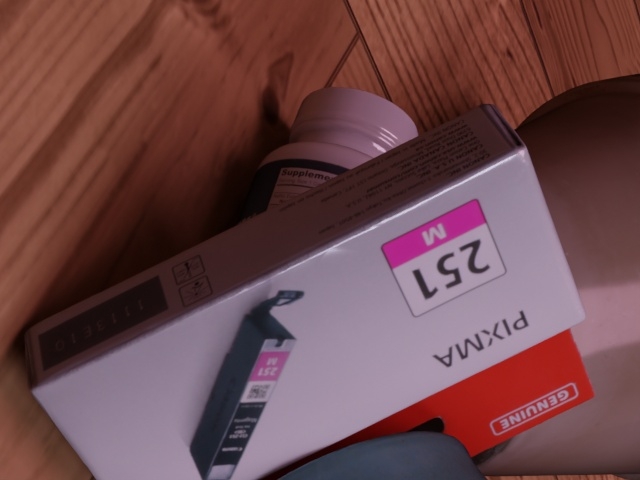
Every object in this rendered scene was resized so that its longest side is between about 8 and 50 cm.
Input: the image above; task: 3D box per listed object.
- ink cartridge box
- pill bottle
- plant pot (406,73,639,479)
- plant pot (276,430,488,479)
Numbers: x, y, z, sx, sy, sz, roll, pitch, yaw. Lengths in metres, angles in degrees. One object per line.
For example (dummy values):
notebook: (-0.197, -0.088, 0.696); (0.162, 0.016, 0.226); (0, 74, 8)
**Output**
ink cartridge box: (0.015, 0.084, 0.742); (0.239, 0.275, 0.060); (63, 1, -36)
pill bottle: (0.000, 0.000, 0.840); (0.108, 0.108, 0.180); (49, 51, -47)
plant pot: (0.176, 0.045, 0.974); (0.280, 0.323, 0.323); (-11, 101, -41)
plant pot: (0.054, 0.255, 0.727); (0.272, 0.272, 0.255); (27, 29, -55)
